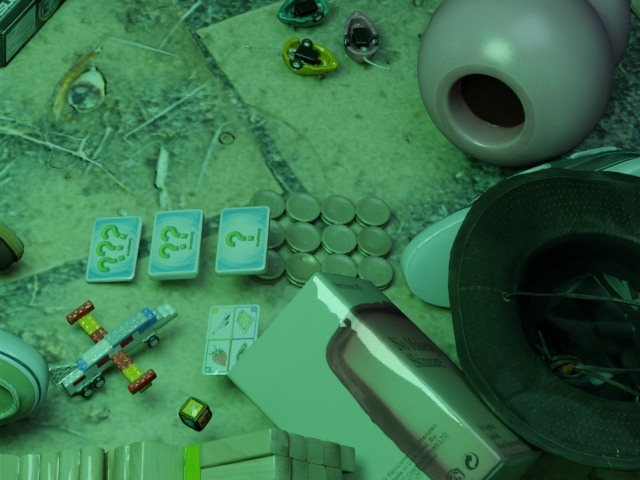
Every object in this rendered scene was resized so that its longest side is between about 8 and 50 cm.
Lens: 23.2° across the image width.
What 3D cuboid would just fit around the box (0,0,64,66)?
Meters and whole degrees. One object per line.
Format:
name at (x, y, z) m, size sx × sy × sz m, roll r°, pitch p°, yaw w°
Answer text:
box at (-0.362, -0.334, 1.703) m, size 0.216 × 0.060 × 0.270 m, roll 27°, pitch 54°, yaw 8°

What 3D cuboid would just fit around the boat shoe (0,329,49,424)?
boat shoe at (-0.386, 0.130, 1.331) m, size 0.302 × 0.109 × 0.094 m, roll 2°, pitch 31°, yaw -4°

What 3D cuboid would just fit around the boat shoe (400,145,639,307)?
boat shoe at (0.210, -0.024, 1.584) m, size 0.301 × 0.108 × 0.102 m, roll -23°, pitch 30°, yaw -12°

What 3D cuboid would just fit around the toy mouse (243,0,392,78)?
toy mouse at (0.009, -0.231, 1.724) m, size 0.161 × 0.031 × 0.143 m, roll 17°, pitch 54°, yaw 0°

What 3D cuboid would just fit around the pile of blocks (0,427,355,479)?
pile of blocks at (-0.150, 0.235, 1.293) m, size 0.362 × 0.149 × 0.113 m, roll -6°, pitch 70°, yaw 16°

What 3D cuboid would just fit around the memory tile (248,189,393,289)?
memory tile at (0.000, 0.000, 1.572) m, size 0.148 × 0.012 × 0.113 m, roll 4°, pitch 55°, yaw -9°

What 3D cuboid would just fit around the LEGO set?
LEGO set at (-0.147, 0.062, 1.446) m, size 0.182 × 0.060 × 0.244 m, roll -2°, pitch 55°, yaw 10°

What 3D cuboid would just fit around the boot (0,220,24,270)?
boot at (-0.421, 0.038, 1.434) m, size 0.248 × 0.090 × 0.207 m, roll 21°, pitch 68°, yaw -2°

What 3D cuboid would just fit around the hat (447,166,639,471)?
hat at (0.261, 0.093, 1.466) m, size 0.331 × 0.134 × 0.331 m, roll 2°, pitch 55°, yaw -3°

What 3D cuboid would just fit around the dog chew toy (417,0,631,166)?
dog chew toy at (0.239, -0.225, 1.674) m, size 0.206 × 0.206 × 0.332 m, roll 30°, pitch 47°, yaw 9°

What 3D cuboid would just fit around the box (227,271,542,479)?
box at (0.059, 0.152, 1.370) m, size 0.232 × 0.148 × 0.127 m, roll 45°, pitch 102°, yaw 18°
